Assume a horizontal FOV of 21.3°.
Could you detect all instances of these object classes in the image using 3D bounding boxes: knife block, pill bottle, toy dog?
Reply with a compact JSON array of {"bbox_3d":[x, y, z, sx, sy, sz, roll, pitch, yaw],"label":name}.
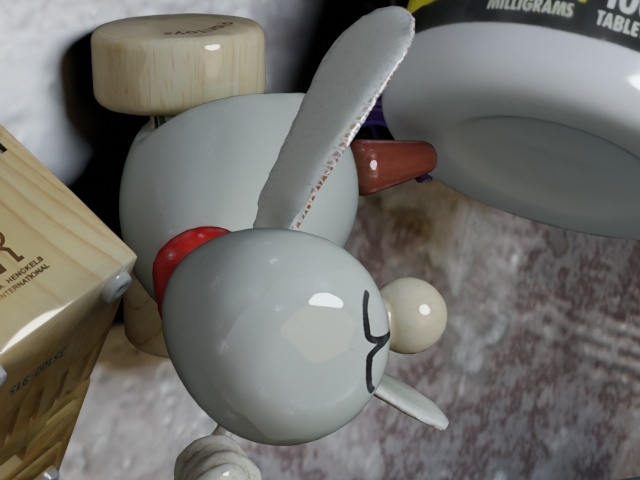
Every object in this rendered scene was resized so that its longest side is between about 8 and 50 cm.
[{"bbox_3d":[-0.197,-0.014,0.681,0.088,0.242,0.275,-38,164,-36],"label":"knife block"},{"bbox_3d":[0.163,-0.185,0.874,0.188,0.188,0.334,34,67,-42],"label":"pill bottle"},{"bbox_3d":[0.000,0.000,0.715,0.161,0.333,0.220,-8,126,-10],"label":"toy dog"}]

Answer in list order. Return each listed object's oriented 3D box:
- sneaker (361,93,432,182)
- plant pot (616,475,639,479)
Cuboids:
[{"bbox_3d":[0.067,-0.058,0.965,0.170,0.068,0.071,25,89,-35],"label":"sneaker"},{"bbox_3d":[0.173,0.270,0.920,0.334,0.341,0.341,4,90,-39],"label":"plant pot"}]
